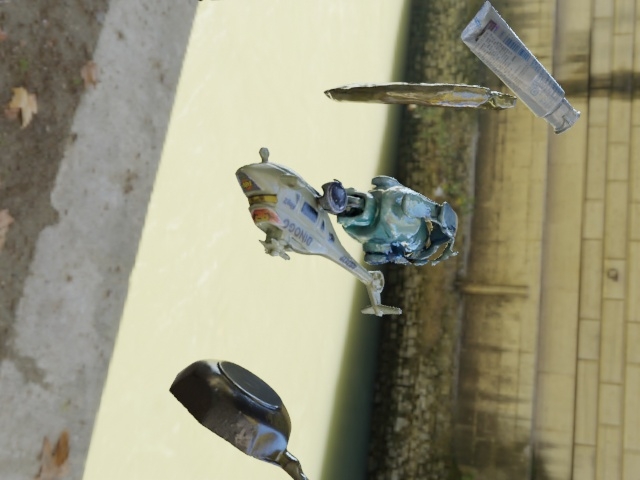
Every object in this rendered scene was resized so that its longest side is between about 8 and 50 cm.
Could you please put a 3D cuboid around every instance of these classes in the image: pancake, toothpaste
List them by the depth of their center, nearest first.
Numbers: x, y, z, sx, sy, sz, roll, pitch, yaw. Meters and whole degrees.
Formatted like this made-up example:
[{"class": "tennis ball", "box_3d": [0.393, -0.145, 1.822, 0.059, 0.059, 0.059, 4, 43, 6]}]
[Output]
[{"class": "pancake", "box_3d": [0.111, -0.167, 0.941, 0.235, 0.211, 0.029, -11, 106, -54]}, {"class": "toothpaste", "box_3d": [0.407, -0.342, 1.673, 0.299, 0.073, 0.114, 44, 69, -13]}]

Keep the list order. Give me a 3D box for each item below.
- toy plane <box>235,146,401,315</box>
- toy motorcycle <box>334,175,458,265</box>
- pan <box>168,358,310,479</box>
[{"class": "toy plane", "box_3d": [0.000, 0.000, 0.968, 0.286, 0.092, 0.108, 38, 56, -40]}, {"class": "toy motorcycle", "box_3d": [0.129, -0.032, 1.387, 0.260, 0.206, 0.154, 31, 65, -66]}, {"class": "pan", "box_3d": [-0.048, 0.178, 0.795, 0.048, 0.202, 0.128, -54, -174, 5]}]
